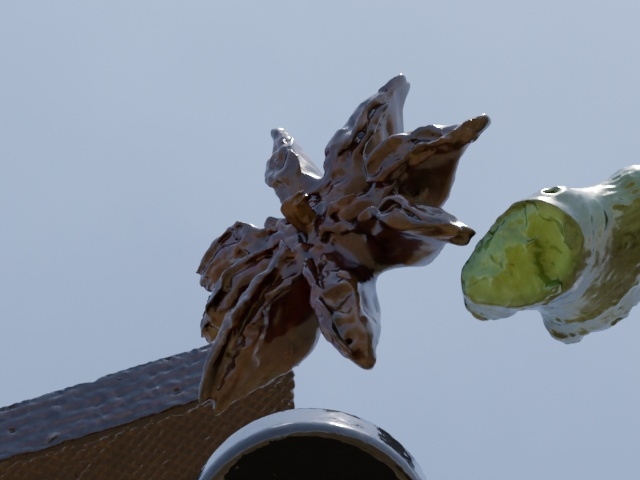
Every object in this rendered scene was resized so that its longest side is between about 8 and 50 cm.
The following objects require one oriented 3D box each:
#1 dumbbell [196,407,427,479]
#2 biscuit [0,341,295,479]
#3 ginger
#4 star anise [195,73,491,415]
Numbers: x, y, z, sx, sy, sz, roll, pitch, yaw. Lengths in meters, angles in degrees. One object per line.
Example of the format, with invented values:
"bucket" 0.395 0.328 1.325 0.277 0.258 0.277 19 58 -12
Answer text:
"dumbbell" -0.006 0.124 0.600 0.100 0.191 0.100 0 -83 1
"biscuit" -0.206 0.183 1.570 0.388 0.073 0.107 -17 -48 -20
"ginger" 0.213 0.008 1.193 0.290 0.089 0.137 -13 -55 -33
"star anise" -0.001 0.001 1.242 0.288 0.288 0.088 -39 -58 18
